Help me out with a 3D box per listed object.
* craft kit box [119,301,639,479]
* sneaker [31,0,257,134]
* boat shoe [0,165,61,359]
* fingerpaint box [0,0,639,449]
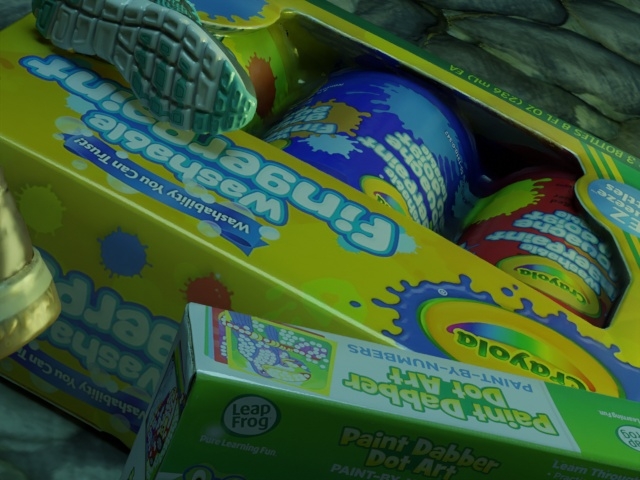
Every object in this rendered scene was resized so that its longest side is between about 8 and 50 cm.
[{"bbox_3d":[0.020,0.162,0.791,0.250,0.246,0.061,14,33,-17],"label":"craft kit box"},{"bbox_3d":[-0.090,-0.120,1.023,0.166,0.065,0.076,38,32,25],"label":"sneaker"},{"bbox_3d":[-0.285,-0.006,0.835,0.342,0.123,0.123,1,26,30],"label":"boat shoe"},{"bbox_3d":[0.000,0.000,1.111,0.445,0.163,0.371,28,31,8],"label":"fingerpaint box"}]
